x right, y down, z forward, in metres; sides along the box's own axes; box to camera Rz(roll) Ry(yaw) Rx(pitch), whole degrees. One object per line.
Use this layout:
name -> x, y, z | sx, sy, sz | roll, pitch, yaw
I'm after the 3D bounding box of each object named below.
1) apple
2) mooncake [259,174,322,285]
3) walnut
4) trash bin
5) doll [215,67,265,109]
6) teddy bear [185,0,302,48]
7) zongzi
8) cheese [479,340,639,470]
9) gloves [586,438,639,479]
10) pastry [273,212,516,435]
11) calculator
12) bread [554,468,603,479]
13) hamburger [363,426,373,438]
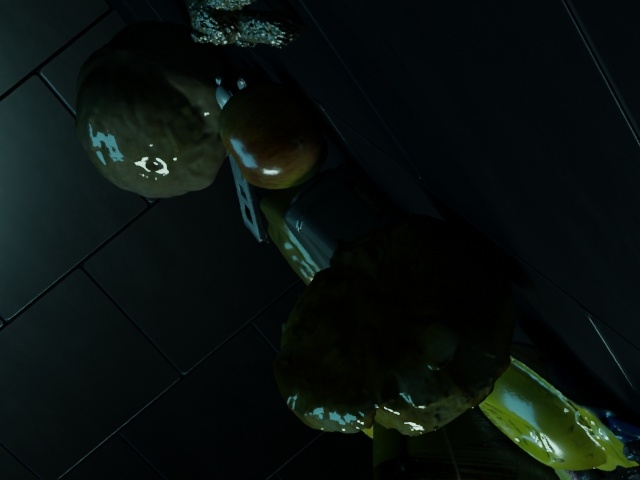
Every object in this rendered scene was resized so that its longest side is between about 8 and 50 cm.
apple -> -0.053, -0.114, 1.452 | 0.126, 0.102, 0.126 | 56, 176, 6
mooncake -> 0.000, 0.000, 1.936 | 0.235, 0.117, 0.235 | 52, 180, 1
walnut -> -0.232, -0.187, 1.855 | 0.248, 0.248, 0.248 | 50, 177, 4
trash bin -> 0.065, 0.022, 1.474 | 0.236, 0.101, 0.176 | 46, 173, 34
doll -> -0.094, -0.175, 1.653 | 0.091, 0.067, 0.219 | 55, 174, -13
teddy bear -> -0.088, -0.206, 1.144 | 0.119, 0.078, 0.160 | 48, 177, -32
zongzi -> 0.230, 0.239, 1.808 | 0.154, 0.318, 0.289 | 62, -153, -77
cheese -> 0.220, 0.160, 1.174 | 0.177, 0.069, 0.270 | 50, 166, -28
gloves -> 0.254, 0.210, 1.026 | 0.144, 0.094, 0.110 | -12, 129, 49
pastry -> 0.066, 0.073, 1.131 | 0.219, 0.229, 0.100 | -6, 140, 38
calculator -> -0.128, -0.130, 2.044 | 0.161, 0.021, 0.261 | -138, 34, -73
bread -> 0.351, 0.333, 1.614 | 0.228, 0.033, 0.228 | 51, 175, 6
hamburger -> 0.187, 0.262, 2.004 | 0.157, 0.144, 0.283 | -9, 148, 41
